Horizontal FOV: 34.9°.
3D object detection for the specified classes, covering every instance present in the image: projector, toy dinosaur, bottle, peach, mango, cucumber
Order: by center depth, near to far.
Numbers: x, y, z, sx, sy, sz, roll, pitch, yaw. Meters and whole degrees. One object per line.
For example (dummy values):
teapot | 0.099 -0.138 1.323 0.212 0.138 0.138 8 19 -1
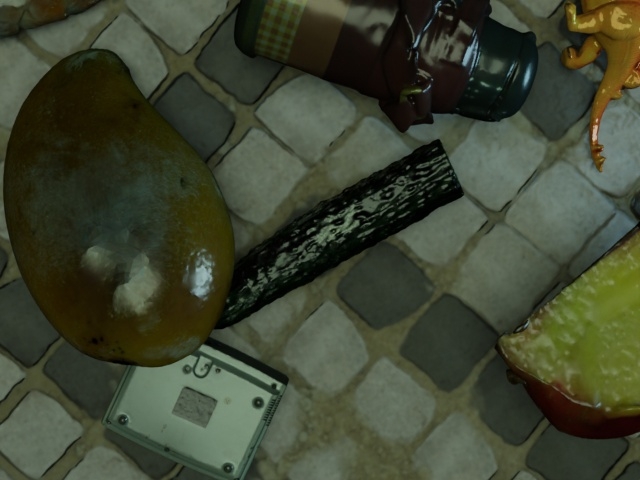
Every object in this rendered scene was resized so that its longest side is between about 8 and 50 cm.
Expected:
mango | -0.188 -0.035 0.921 0.192 0.146 0.316 -18 73 -12
peach | 0.295 0.070 0.923 0.267 0.154 0.159 -41 82 -8
bottle | 0.063 -0.185 0.925 0.271 0.143 0.156 21 92 -1
toy dinosaur | 0.283 -0.214 0.960 0.117 0.070 0.289 -12 96 1
cucumber | 0.000 0.000 0.969 0.293 0.067 0.068 -30 91 3
projector | -0.119 0.154 0.977 0.147 0.061 0.115 25 90 -1

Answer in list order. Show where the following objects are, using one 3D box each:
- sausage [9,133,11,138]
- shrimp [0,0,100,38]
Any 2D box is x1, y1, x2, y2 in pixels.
sausage | -0.287 -0.048 0.990 0.026 0.026 0.116 -5 91 1
shrimp | -0.337 -0.268 0.969 0.316 0.062 0.164 -20 87 -3
